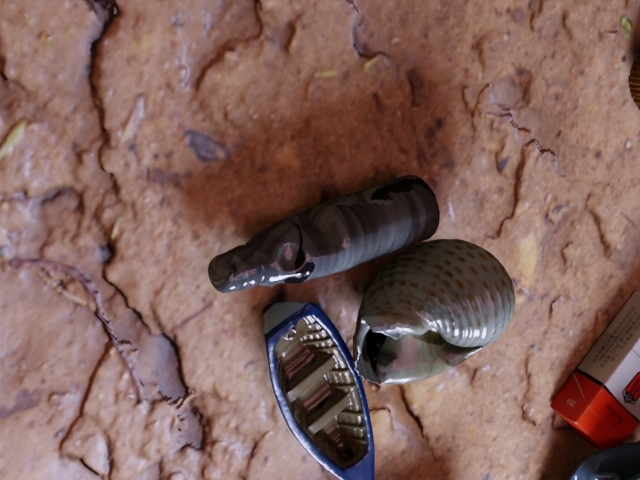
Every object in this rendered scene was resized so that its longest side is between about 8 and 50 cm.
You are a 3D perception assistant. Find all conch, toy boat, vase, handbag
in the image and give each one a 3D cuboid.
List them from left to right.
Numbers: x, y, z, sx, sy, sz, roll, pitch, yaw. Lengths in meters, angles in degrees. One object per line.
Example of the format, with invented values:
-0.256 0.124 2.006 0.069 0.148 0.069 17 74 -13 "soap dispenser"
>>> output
0.000 0.139 1.359 0.080 0.046 0.229 -40 134 -17 "toy boat"
0.000 0.000 1.271 0.211 0.060 0.060 -19 125 -31 "vase"
0.093 0.060 1.356 0.153 0.102 0.135 -3 131 -15 "conch"
0.308 0.315 1.686 0.179 0.062 0.229 -6 130 -44 "handbag"

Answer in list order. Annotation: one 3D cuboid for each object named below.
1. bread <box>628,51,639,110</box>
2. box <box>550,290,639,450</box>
0.328 -0.156 1.467 0.085 0.053 0.085 -10 110 -28 "bread"
0.318 0.142 1.635 0.152 0.048 0.100 -51 133 -3 "box"
